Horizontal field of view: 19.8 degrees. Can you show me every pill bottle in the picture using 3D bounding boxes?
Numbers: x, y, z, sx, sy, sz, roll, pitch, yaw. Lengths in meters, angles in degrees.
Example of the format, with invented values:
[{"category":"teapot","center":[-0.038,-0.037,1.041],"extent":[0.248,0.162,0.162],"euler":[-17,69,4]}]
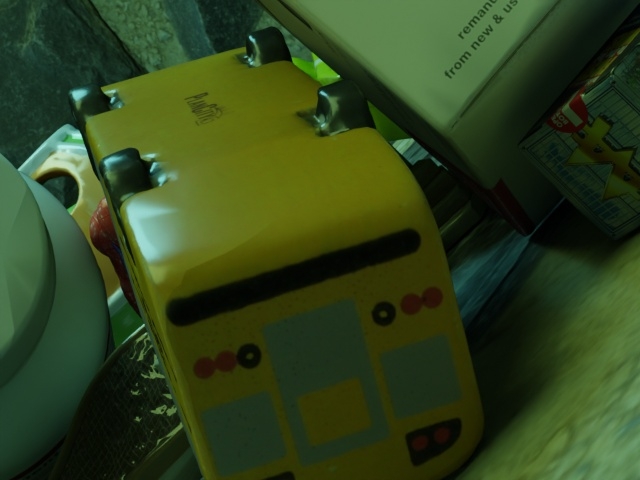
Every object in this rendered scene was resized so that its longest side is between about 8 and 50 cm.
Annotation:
[{"category":"pill bottle","center":[-0.250,0.078,1.217],"extent":[0.229,0.229,0.407],"euler":[-48,-11,-17]}]

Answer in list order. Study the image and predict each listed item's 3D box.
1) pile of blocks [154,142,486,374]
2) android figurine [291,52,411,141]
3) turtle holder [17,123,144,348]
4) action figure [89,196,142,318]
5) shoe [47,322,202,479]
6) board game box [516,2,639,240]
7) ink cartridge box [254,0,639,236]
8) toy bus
[{"category":"pile of blocks","center":[0.000,0.000,1.026],"extent":[0.149,0.112,0.362],"euler":[-44,7,19]},{"category":"android figurine","center":[0.080,-0.114,1.043],"extent":[0.248,0.056,0.273],"euler":[-20,19,1]},{"category":"turtle holder","center":[-0.170,0.007,1.609],"extent":[0.243,0.227,0.320],"euler":[-44,6,23]},{"category":"action figure","center":[-0.063,0.033,1.206],"extent":[0.091,0.139,0.280],"euler":[-28,-20,15]},{"category":"shoe","center":[-0.112,0.130,1.071],"extent":[0.219,0.076,0.058],"euler":[-56,-27,-12]},{"category":"board game box","center":[0.169,-0.087,0.685],"extent":[0.194,0.060,0.194],"euler":[-47,6,-4]},{"category":"ink cartridge box","center":[0.014,-0.150,0.834],"extent":[0.117,0.283,0.207],"euler":[-48,-19,2]},{"category":"toy bus","center":[-0.031,-0.003,0.792],"extent":[0.108,0.130,0.332],"euler":[-18,16,-7]}]
